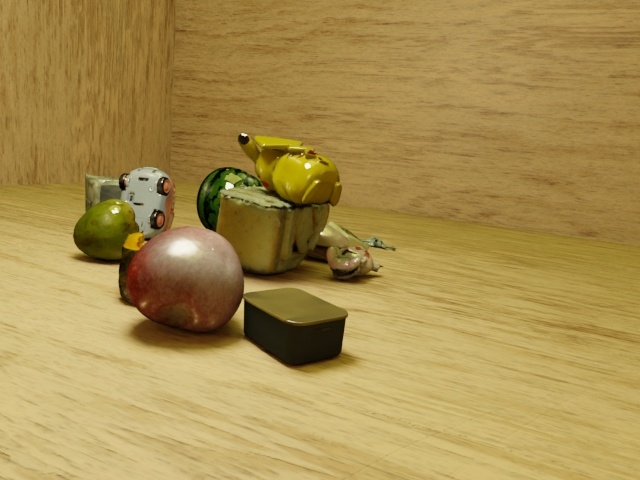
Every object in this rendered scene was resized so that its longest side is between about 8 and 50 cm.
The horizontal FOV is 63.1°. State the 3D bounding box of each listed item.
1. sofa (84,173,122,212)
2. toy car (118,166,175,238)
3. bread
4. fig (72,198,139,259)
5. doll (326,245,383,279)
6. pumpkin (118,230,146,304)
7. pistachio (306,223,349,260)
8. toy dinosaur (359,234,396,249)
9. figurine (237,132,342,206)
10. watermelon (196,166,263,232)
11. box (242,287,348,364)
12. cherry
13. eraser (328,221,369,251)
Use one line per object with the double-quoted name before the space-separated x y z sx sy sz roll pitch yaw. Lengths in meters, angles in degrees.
"sofa" -0.831 -0.164 2.126 0.225 0.210 0.176 -7 14 -37
"toy car" -0.636 -0.130 1.953 0.180 0.271 0.212 7 -8 11
"bread" -0.167 -0.021 1.586 0.239 0.264 0.395 23 17 21
"fig" -0.634 -0.027 1.548 0.191 0.181 0.181 -19 15 -9
"doll" 0.098 0.069 1.624 0.149 0.095 0.192 17 13 26
"pumpkin" -0.391 0.061 1.293 0.189 0.139 0.280 -1 14 -12
"pistachio" 0.000 0.000 1.836 0.215 0.144 0.144 25 17 20
"toy dinosaur" 0.232 0.011 2.178 0.106 0.044 0.187 15 -9 -31
"figurine" -0.092 -0.209 1.508 0.326 0.169 0.218 24 12 38
"watermelon" -0.334 -0.137 2.011 0.284 0.285 0.285 5 10 -1
"box" -0.056 0.165 1.028 0.144 0.090 0.201 -3 14 -39
"cherry" -0.267 0.064 1.071 0.239 0.240 0.206 5 -34 -7
"eraser" 0.096 -0.005 1.961 0.117 0.058 0.172 26 10 -29
